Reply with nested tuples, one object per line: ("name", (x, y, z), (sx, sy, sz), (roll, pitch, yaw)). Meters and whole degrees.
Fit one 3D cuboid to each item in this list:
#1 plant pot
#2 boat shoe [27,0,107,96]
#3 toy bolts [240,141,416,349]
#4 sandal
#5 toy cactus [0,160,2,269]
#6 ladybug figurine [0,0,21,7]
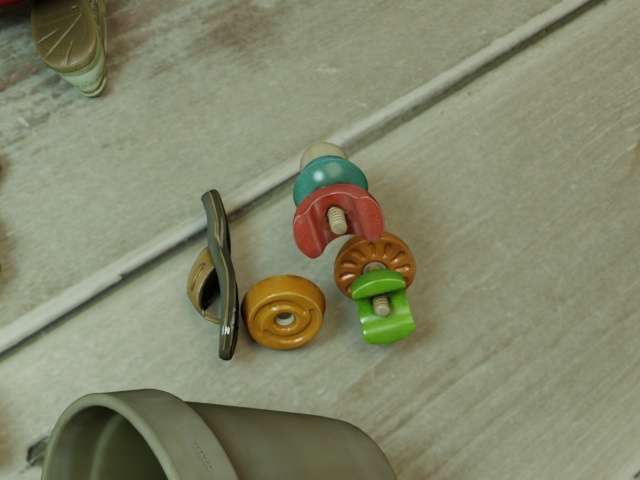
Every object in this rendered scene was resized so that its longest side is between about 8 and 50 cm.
("plant pot", (-0.079, 0.286, 0.983), (0.280, 0.323, 0.323), (-5, 65, -38))
("boat shoe", (-0.333, -0.317, 1.324), (0.105, 0.089, 0.285), (-13, 63, 4))
("toy bolts", (0.000, 0.000, 1.214), (0.218, 0.228, 0.158), (-11, 37, 0))
("sandal", (-0.130, 0.041, 1.199), (0.060, 0.090, 0.219), (-9, 67, -4))
("toy cactus", (-0.428, -0.041, 1.146), (0.219, 0.112, 0.180), (34, 40, 3))
("ladybug figurine", (-0.450, -0.390, 1.222), (0.449, 0.162, 0.305), (-4, 67, 0))
